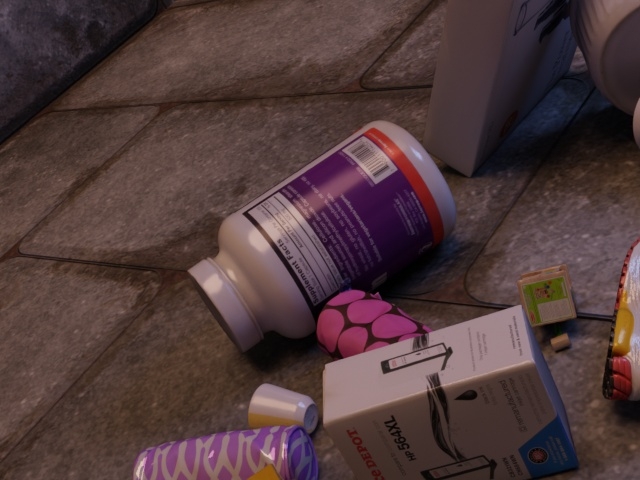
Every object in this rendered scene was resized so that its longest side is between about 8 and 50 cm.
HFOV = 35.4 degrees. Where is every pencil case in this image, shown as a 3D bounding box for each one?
[{"bbox_3d":[-0.105,0.249,1.064,0.206,0.086,0.088,-15,18,21],"label":"pencil case"},{"bbox_3d":[0.082,0.120,1.118,0.098,0.095,0.209,-23,29,-24],"label":"pencil case"}]

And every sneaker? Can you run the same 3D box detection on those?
[{"bbox_3d":[0.338,0.080,0.996,0.092,0.088,0.225,9,42,17],"label":"sneaker"}]

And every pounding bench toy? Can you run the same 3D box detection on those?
[{"bbox_3d":[0.251,0.074,1.091,0.052,0.083,0.065,-15,1,17],"label":"pounding bench toy"}]

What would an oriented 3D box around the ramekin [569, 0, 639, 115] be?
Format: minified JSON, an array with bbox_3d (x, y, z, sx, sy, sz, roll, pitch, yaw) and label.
[{"bbox_3d":[0.450,-0.264,1.248,0.273,0.273,0.127,-12,45,24],"label":"ramekin"}]

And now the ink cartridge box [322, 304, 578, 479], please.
[{"bbox_3d":[0.121,0.166,0.952,0.203,0.148,0.086,-20,33,15],"label":"ink cartridge box"}]

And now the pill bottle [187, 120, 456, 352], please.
[{"bbox_3d":[0.000,0.000,1.271,0.323,0.181,0.181,-34,31,-11],"label":"pill bottle"}]

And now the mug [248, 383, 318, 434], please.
[{"bbox_3d":[-0.038,0.203,1.127,0.064,0.078,0.062,3,9,28],"label":"mug"}]

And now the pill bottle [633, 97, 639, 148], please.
[{"bbox_3d":[0.474,-0.128,1.148,0.121,0.121,0.216,-41,32,-21],"label":"pill bottle"}]

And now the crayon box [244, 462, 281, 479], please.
[{"bbox_3d":[-0.057,0.360,0.862,0.203,0.083,0.323,-32,31,-7],"label":"crayon box"}]

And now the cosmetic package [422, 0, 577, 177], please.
[{"bbox_3d":[0.270,-0.304,1.344,0.097,0.377,0.284,36,61,21],"label":"cosmetic package"}]
